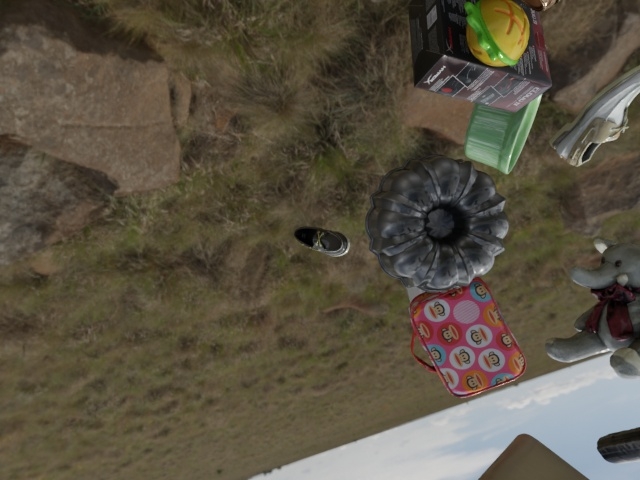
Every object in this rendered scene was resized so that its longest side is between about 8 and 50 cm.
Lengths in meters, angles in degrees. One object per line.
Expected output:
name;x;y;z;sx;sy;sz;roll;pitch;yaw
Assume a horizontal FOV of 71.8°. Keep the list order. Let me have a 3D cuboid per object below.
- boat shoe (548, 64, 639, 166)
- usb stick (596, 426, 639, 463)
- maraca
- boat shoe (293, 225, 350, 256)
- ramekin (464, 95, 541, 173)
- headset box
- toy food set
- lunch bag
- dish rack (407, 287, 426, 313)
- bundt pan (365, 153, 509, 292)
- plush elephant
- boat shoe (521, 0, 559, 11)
boat shoe;0.687;-0.290;1.068;0.113;0.103;0.302;-26;164;-12
usb stick;0.473;0.285;0.623;0.077;0.045;0.278;-5;151;10
maraca;0.303;-0.363;0.772;0.099;0.127;0.185;-31;177;43
boat shoe;0.000;0.000;1.401;0.068;0.081;0.227;12;180;-38
ramekin;0.569;-0.374;1.383;0.303;0.148;0.303;-46;148;-39
headset box;0.342;-0.408;0.927;0.293;0.218;0.110;6;162;-19
toy food set;0.497;0.599;0.959;0.219;0.306;0.092;-31;130;-24
lunch bag;0.369;0.262;1.179;0.258;0.293;0.120;-26;-178;10
dish rack;0.328;0.154;1.487;0.072;0.333;0.285;-15;179;-2
bundt pan;0.271;-0.036;0.990;0.330;0.331;0.124;-18;-176;-1
plush elephant;0.682;0.123;0.995;0.330;0.255;0.272;-20;177;-3
boat shoe;0.301;-0.513;0.805;0.104;0.307;0.111;-50;-173;11
